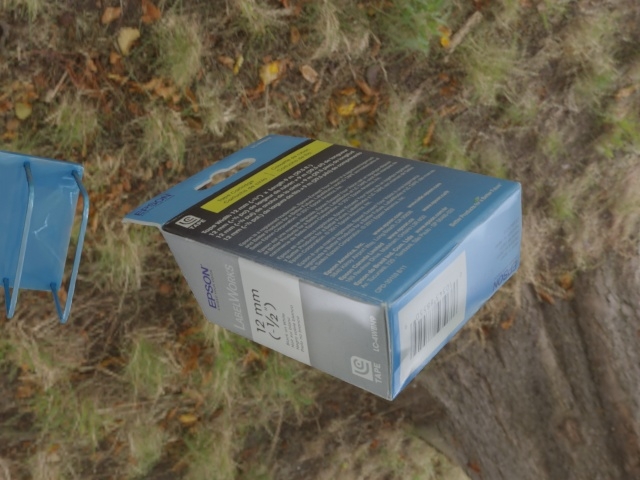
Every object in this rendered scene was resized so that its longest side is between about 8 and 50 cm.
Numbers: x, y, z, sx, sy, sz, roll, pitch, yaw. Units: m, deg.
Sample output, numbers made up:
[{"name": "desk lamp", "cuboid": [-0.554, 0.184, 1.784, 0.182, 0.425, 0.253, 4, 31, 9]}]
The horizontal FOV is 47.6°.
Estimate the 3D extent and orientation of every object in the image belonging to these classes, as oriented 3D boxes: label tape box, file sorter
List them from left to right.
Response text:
[{"name": "file sorter", "cuboid": [-0.278, -0.007, 0.567, 0.170, 0.104, 0.118, 9, 104, -27]}, {"name": "label tape box", "cuboid": [0.000, 0.000, 0.773, 0.249, 0.347, 0.115, -36, 129, -40]}]
